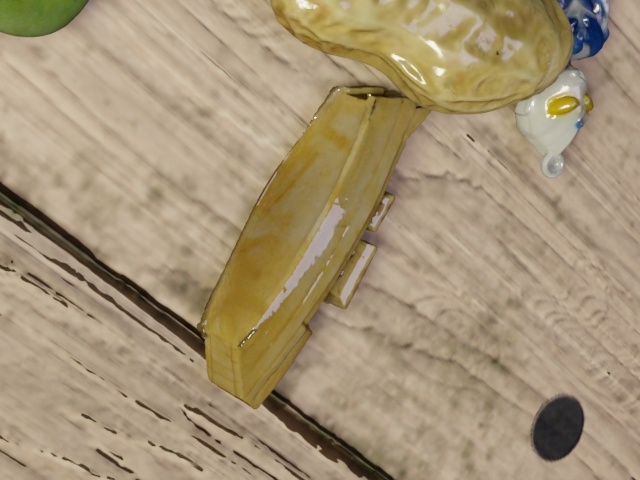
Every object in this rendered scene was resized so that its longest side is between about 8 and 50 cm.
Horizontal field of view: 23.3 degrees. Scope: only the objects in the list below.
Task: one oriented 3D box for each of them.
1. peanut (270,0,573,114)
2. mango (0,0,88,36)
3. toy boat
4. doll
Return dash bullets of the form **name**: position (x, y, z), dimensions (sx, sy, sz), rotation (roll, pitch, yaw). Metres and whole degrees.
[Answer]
- **peanut**: position (0.054, -0.125, 0.877), dimensions (0.194, 0.083, 0.093), rotation (13, 86, -21)
- **mango**: position (-0.145, -0.192, 0.736), dimensions (0.130, 0.092, 0.195), rotation (-21, 122, -31)
- **toy boat**: position (0.000, 0.000, 0.897), dimensions (0.206, 0.064, 0.072), rotation (-59, 140, -8)
- **doll**: position (0.145, -0.151, 0.960), dimensions (0.114, 0.057, 0.227), rotation (-17, 109, -34)
